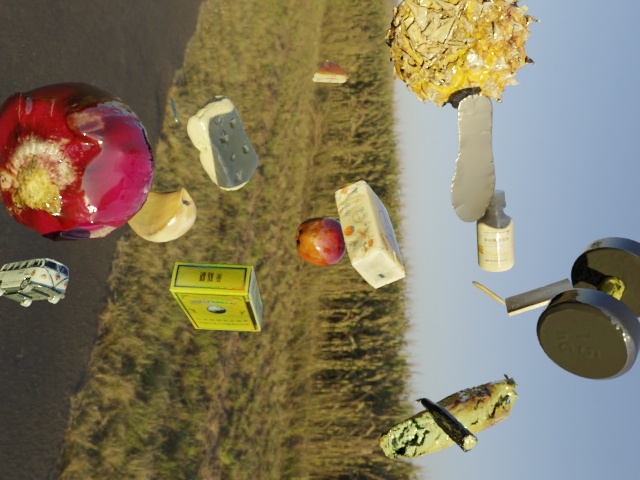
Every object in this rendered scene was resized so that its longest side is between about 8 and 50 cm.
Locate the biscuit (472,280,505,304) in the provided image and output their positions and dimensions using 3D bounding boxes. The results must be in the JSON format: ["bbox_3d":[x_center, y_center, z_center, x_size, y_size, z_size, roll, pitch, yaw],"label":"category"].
[{"bbox_3d":[0.591,0.183,1.867,0.018,0.147,0.071,-54,-164,3],"label":"biscuit"}]

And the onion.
[{"bbox_3d":[-0.562,-0.197,1.342,0.420,0.399,0.398,-15,103,-65],"label":"onion"}]

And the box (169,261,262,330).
[{"bbox_3d":[-0.191,0.113,1.020,0.220,0.141,0.064,93,1,-61],"label":"box"}]

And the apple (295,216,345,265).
[{"bbox_3d":[-0.001,0.005,1.740,0.156,0.158,0.147,107,-32,-42],"label":"apple"}]

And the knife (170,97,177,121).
[{"bbox_3d":[-0.469,-0.420,1.701,0.014,0.005,0.091,26,45,-63],"label":"knife"}]

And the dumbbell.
[{"bbox_3d":[0.648,0.148,1.217,0.322,0.204,0.203,-36,133,-39],"label":"dumbbell"}]

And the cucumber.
[{"bbox_3d":[0.246,0.353,1.058,0.163,0.039,0.043,40,-51,55],"label":"cucumber"}]

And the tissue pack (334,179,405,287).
[{"bbox_3d":[0.109,-0.014,1.178,0.148,0.092,0.196,43,28,-51],"label":"tissue pack"}]

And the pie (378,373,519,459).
[{"bbox_3d":[0.301,0.425,1.252,0.355,0.288,0.102,-42,-120,38],"label":"pie"}]

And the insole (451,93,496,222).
[{"bbox_3d":[0.363,-0.186,1.260,0.007,0.109,0.322,-96,178,-62],"label":"insole"}]

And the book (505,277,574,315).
[{"bbox_3d":[0.657,0.169,1.596,0.016,0.199,0.138,66,20,-6],"label":"book"}]

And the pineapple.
[{"bbox_3d":[0.333,-0.495,1.294,0.300,0.353,0.352,-7,95,-56],"label":"pineapple"}]

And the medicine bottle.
[{"bbox_3d":[0.552,-0.034,1.680,0.114,0.114,0.252,-76,160,-71],"label":"medicine bottle"}]

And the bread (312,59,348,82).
[{"bbox_3d":[0.024,-0.485,1.518,0.043,0.109,0.062,-39,-120,55],"label":"bread"}]

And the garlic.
[{"bbox_3d":[-0.542,-0.106,1.743,0.151,0.339,0.196,-8,111,-54],"label":"garlic"}]

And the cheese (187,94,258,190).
[{"bbox_3d":[-0.276,-0.273,1.534,0.159,0.093,0.262,-47,135,-32],"label":"cheese"}]

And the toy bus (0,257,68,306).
[{"bbox_3d":[-0.625,0.087,1.152,0.087,0.194,0.089,39,52,-47],"label":"toy bus"}]
